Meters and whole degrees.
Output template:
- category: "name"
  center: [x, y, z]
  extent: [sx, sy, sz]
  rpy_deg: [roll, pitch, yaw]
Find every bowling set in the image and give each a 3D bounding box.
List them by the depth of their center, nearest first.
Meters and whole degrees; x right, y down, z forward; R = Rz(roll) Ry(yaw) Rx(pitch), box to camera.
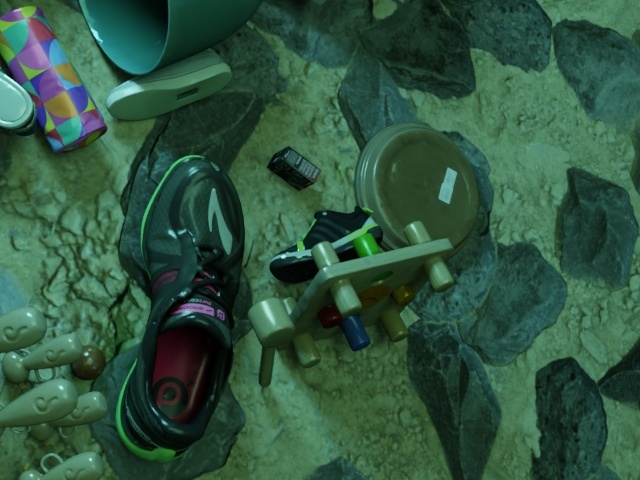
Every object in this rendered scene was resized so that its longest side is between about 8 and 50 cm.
- category: "bowling set"
  center: [-0.404, 0.230, 1.475]
  extent: [0.154, 0.200, 0.287]
  rpy_deg: [-20, 90, 10]

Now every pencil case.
- category: "pencil case"
  center: [-0.426, -0.249, 1.569]
  extent: [0.104, 0.104, 0.236]
  rpy_deg: [-31, 93, -29]

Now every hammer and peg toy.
- category: "hammer and peg toy"
  center: [0.020, 0.103, 1.657]
  extent: [0.361, 0.266, 0.127]
  rpy_deg: [-13, 64, -29]

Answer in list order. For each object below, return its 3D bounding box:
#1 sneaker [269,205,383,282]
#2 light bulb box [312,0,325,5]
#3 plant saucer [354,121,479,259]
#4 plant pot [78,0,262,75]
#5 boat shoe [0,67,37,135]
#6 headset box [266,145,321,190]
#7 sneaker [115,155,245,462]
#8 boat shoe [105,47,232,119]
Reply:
- category: "sneaker"
  center: [0.000, 0.000, 1.770]
  extent: [0.234, 0.084, 0.097]
  rpy_deg: [-18, 65, -31]
- category: "light bulb box"
  center: [-0.044, -0.676, 1.755]
  extent: [0.361, 0.225, 0.358]
  rpy_deg: [30, 56, -20]
- category: "plant saucer"
  center: [0.191, -0.093, 1.899]
  extent: [0.278, 0.041, 0.278]
  rpy_deg: [7, 76, -27]
- category: "plant pot"
  center: [-0.224, -0.432, 1.608]
  extent: [0.235, 0.293, 0.293]
  rpy_deg: [-23, 91, -34]
- category: "boat shoe"
  center: [-0.526, -0.251, 1.517]
  extent: [0.254, 0.079, 0.095]
  rpy_deg: [36, 76, 4]
- category: "headset box"
  center: [-0.043, -0.123, 1.765]
  extent: [0.083, 0.062, 0.032]
  rpy_deg: [35, 67, -17]
- category: "sneaker"
  center: [-0.188, 0.100, 1.561]
  extent: [0.185, 0.202, 0.483]
  rpy_deg: [11, 75, -27]
- category: "boat shoe"
  center: [-0.261, -0.266, 1.679]
  extent: [0.227, 0.079, 0.081]
  rpy_deg: [-22, 67, -28]
